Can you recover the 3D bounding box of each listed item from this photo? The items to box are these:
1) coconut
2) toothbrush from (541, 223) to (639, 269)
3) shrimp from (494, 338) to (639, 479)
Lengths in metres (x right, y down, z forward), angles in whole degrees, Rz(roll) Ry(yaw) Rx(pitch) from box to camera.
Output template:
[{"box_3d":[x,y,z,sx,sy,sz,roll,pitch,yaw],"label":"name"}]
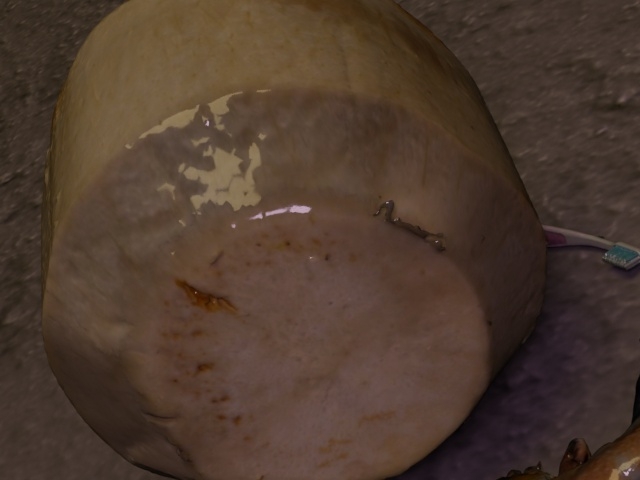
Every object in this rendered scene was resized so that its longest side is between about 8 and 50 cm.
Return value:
[{"box_3d":[-0.028,-0.007,1.002,0.323,0.323,0.323,-24,32,16],"label":"coconut"},{"box_3d":[0.139,-0.007,1.103,0.022,0.017,0.204,-26,25,-27],"label":"toothbrush"},{"box_3d":[0.129,0.105,0.819,0.152,0.046,0.219,-44,-4,-14],"label":"shrimp"}]
